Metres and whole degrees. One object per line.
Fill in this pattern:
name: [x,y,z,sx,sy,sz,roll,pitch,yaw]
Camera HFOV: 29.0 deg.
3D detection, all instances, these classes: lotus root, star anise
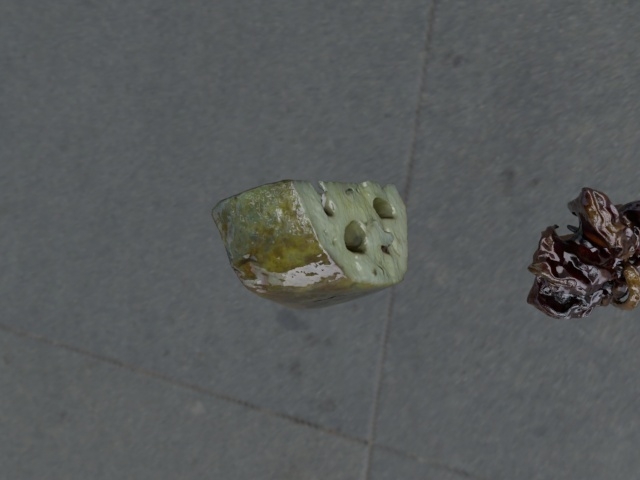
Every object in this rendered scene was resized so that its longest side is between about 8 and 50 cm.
lotus root: [0.000,0.000,1.289,0.119,0.235,0.138,-24,74,29]
star anise: [0.333,0.014,1.425,0.126,0.220,0.190,42,121,30]
